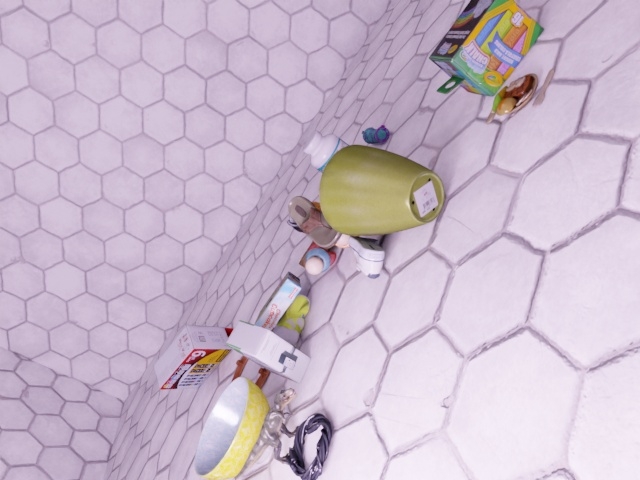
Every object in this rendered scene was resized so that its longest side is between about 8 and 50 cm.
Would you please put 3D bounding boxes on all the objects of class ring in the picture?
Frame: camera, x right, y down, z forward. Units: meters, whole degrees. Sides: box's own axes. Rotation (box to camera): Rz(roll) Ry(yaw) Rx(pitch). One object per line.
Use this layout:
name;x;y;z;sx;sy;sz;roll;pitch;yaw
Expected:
ring;-0.258;0.470;1.892;0.337;0.032;0.337;-48;21;25

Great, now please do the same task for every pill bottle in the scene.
pill bottle;0.063;-0.305;1.941;0.146;0.264;0.146;-48;20;25

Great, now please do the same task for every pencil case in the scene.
pencil case;0.220;-0.422;2.041;0.151;0.064;0.070;-148;65;-70

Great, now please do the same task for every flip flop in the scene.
flip flop;-0.029;-0.067;1.630;0.277;0.080;0.112;41;105;41

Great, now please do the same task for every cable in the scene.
cable;-0.018;0.504;1.240;0.151;0.047;0.184;-56;16;-9

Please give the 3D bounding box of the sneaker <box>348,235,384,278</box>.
sneaker;0.128;0.045;1.511;0.258;0.094;0.092;-101;19;-78

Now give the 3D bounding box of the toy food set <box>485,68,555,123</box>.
toy food set;0.502;-0.380;1.320;0.133;0.038;0.192;-63;20;-14

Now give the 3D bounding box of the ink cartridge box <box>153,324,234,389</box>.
ink cartridge box;-0.543;0.525;2.288;0.309;0.271;0.130;-49;52;26

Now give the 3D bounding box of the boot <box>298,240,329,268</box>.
boot;0.030;-0.004;1.843;0.270;0.089;0.236;-58;6;-2

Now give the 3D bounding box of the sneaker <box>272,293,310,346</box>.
sneaker;-0.112;0.300;1.738;0.240;0.091;0.126;-59;6;-25

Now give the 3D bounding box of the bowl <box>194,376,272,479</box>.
bowl;-0.221;0.559;1.471;0.289;0.156;0.290;-48;21;25

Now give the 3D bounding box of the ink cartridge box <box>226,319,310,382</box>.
ink cartridge box;-0.152;0.332;1.524;0.153;0.208;0.087;6;61;45

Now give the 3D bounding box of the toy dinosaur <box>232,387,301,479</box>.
toy dinosaur;-0.116;0.516;1.337;0.268;0.118;0.064;-61;19;-8

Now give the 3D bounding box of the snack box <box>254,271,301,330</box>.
snack box;-0.142;0.207;1.750;0.187;0.060;0.322;-55;3;-1

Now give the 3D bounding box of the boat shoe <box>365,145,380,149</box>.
boat shoe;0.200;-0.264;1.790;0.091;0.109;0.305;-50;27;21

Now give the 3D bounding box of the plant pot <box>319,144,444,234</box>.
plant pot;0.192;-0.131;1.427;0.293;0.274;0.275;13;71;53

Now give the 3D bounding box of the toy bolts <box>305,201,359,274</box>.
toy bolts;0.000;0.000;1.695;0.229;0.218;0.158;-63;-3;20

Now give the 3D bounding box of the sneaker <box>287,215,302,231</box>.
sneaker;-0.059;-0.081;2.065;0.101;0.153;0.268;-56;19;4

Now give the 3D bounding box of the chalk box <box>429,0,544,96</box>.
chalk box;0.453;-0.538;1.480;0.289;0.179;0.180;-54;20;13
